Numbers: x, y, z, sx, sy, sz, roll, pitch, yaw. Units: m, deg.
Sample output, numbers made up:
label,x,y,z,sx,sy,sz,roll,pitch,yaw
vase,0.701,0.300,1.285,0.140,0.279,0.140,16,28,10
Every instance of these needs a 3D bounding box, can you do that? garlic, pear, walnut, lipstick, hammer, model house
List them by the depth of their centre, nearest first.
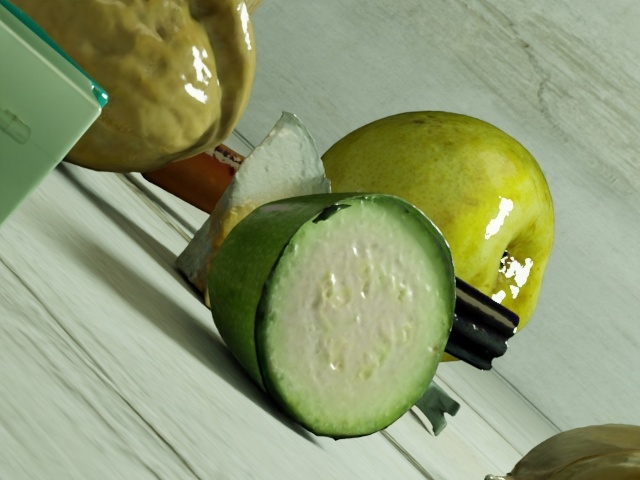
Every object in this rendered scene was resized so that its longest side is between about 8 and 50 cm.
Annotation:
label,x,y,z,sx,sy,sz,roll,pitch,yaw
model house,-0.194,-0.082,1.002,0.127,0.100,0.149,41,6,-12
walnut,-0.171,-0.166,1.452,0.257,0.257,0.224,41,35,-5
garlic,0.235,0.243,1.497,0.229,0.178,0.143,-76,151,-67
lipstick,0.000,0.000,1.743,0.418,0.077,0.077,30,5,-8
hammer,0.046,0.109,1.779,0.159,0.041,0.226,42,2,40
pear,0.118,-0.015,2.113,0.304,0.304,0.304,41,3,-3

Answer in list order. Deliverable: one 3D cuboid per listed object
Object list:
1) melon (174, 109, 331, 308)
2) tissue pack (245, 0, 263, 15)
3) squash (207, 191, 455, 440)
label,x,y,z,sx,sy,sz,roll,pitch,yaw
melon,-0.066,-0.001,1.447,0.093,0.202,0.139,17,-17,-35
tissue pack,-0.184,-0.268,1.779,0.238,0.305,0.238,39,3,-3
squash,0.001,0.039,1.253,0.170,0.170,0.123,39,-8,-38
